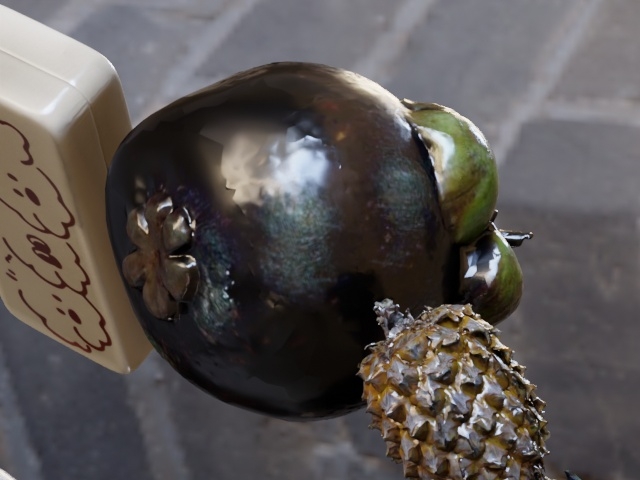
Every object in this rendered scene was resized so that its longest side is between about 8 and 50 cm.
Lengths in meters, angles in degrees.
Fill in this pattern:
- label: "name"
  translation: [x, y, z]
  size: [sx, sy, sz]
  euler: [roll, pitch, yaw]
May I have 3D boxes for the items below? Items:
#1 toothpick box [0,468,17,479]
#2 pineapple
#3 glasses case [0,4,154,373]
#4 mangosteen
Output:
- label: "toothpick box"
  translation: [-0.344, 0.334, 1.616]
  size: [0.354, 0.263, 0.263]
  euler: [-86, 168, -58]
- label: "pineapple"
  translation: [0.085, 0.126, 0.989]
  size: [0.103, 0.083, 0.221]
  euler: [-32, 91, -26]
- label: "glasses case"
  translation: [-0.204, -0.033, 1.499]
  size: [0.076, 0.144, 0.336]
  euler: [-51, 153, -27]
- label: "mangosteen"
  translation: [0.000, 0.000, 1.142]
  size: [0.243, 0.243, 0.243]
  euler: [-25, 118, -60]
